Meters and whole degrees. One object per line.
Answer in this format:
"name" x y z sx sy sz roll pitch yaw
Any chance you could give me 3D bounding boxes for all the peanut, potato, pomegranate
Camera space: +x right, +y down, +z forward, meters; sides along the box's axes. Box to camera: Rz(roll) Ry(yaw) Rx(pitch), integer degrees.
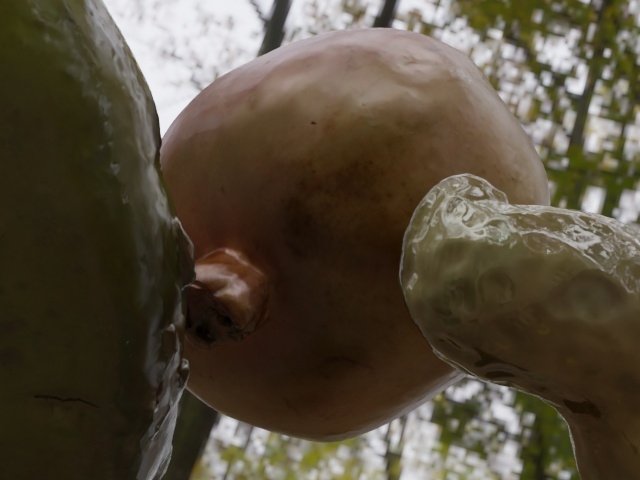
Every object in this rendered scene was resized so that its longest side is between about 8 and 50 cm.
"peanut" 0.148 0.063 0.777 0.263 0.117 0.101 42 -30 -10
"potato" -0.136 -0.018 0.648 0.176 0.141 0.298 1 -76 29
"pomegranate" 0.000 0.000 0.980 0.252 0.270 0.229 -29 -94 29
